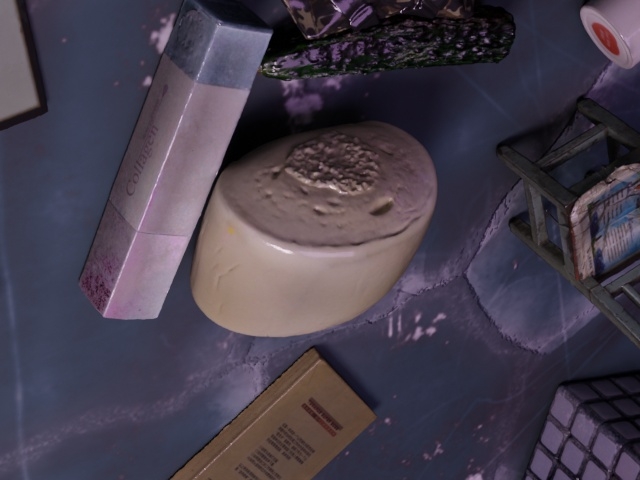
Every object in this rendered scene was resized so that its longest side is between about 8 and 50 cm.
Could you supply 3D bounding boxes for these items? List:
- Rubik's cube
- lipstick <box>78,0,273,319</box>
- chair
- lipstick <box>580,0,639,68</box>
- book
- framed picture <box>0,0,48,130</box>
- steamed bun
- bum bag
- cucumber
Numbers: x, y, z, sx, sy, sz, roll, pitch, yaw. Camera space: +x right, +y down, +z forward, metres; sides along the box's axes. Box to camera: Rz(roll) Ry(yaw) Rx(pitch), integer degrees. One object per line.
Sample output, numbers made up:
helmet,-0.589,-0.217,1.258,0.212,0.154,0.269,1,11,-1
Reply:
Rubik's cube,0.430,0.334,2.144,0.237,0.238,0.237,-3,122,-37
lipstick,-0.140,-0.074,1.518,0.068,0.066,0.317,3,120,-40
chair,0.328,-0.019,1.769,0.136,0.270,0.147,-29,136,-15
lipstick,0.433,-0.319,1.751,0.327,0.087,0.087,-39,137,-7
book,-0.054,0.242,1.859,0.231,0.026,0.161,-42,138,-2
framed picture,-0.359,-0.194,1.298,0.244,0.013,0.324,-24,133,-20
steamed bun,0.000,0.000,1.593,0.250,0.155,0.200,-18,149,-30
bum bag,0.059,-0.252,1.527,0.248,0.069,0.102,-10,115,-26
cucumber,0.060,-0.195,1.580,0.293,0.067,0.067,-9,127,-30
